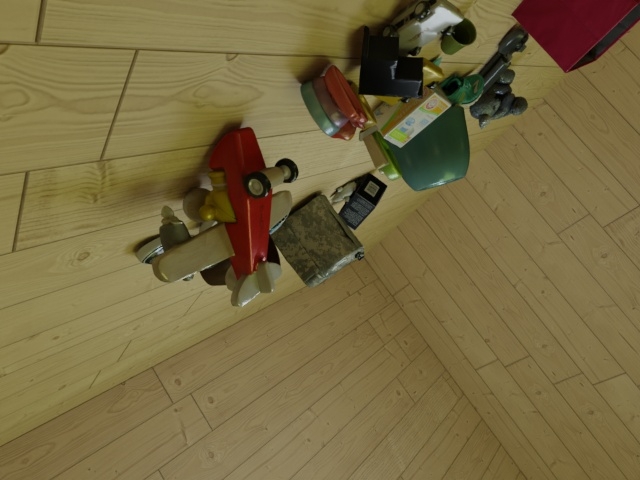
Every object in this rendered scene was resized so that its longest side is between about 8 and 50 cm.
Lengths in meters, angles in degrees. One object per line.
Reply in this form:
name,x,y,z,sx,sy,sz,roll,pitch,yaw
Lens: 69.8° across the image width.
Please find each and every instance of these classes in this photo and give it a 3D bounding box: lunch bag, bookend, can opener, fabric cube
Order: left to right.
lunch bag,0.000,0.000,1.807,0.256,0.305,0.212,-41,168,29
bookend,0.169,-0.401,1.045,0.156,0.072,0.157,4,166,3
can opener,0.645,-0.656,1.671,0.093,0.074,0.280,6,150,-18
fabric cube,0.809,-0.714,1.397,0.254,0.258,0.259,-27,166,-34

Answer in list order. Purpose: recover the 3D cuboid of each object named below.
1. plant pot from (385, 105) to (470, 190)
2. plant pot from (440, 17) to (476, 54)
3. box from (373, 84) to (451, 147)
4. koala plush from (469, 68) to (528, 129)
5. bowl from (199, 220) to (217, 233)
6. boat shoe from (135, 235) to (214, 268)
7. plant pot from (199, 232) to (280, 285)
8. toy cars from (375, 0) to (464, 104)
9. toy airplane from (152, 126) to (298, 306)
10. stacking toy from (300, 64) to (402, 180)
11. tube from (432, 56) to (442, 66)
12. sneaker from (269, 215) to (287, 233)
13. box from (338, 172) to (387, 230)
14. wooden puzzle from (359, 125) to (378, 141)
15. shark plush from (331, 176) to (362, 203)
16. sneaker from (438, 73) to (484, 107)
plant pot,0.397,-0.311,1.641,0.293,0.235,0.293,-16,179,0
plant pot,0.369,-0.551,1.258,0.083,0.083,0.079,-32,180,-17
box,0.274,-0.399,1.404,0.203,0.103,0.114,-38,150,29
koala plush,0.681,-0.553,1.866,0.221,0.196,0.203,-32,-173,-34
bowl,-0.288,-0.063,1.354,0.142,0.053,0.142,-22,162,-47
boat shoe,-0.406,0.053,1.346,0.113,0.105,0.306,-38,168,10
plant pot,-0.287,0.064,1.555,0.230,0.215,0.215,-24,171,14
toy cars,0.224,-0.465,1.122,0.176,0.087,0.394,1,166,4
toy airplane,-0.217,-0.038,1.123,0.384,0.272,0.386,-66,159,-13
stacking toy,0.065,-0.251,1.105,0.130,0.280,0.309,-28,173,19
tube,0.322,-0.486,1.449,0.080,0.052,0.207,-37,163,-19
sneaker,-0.186,-0.050,1.671,0.190,0.071,0.083,-37,174,8
box,0.180,-0.169,2.021,0.153,0.108,0.207,-57,-177,-36
wooden puzzle,0.162,-0.366,1.540,0.078,0.014,0.116,-29,167,-11
shark plush,0.111,-0.223,1.939,0.161,0.073,0.067,-54,-167,-13
sneaker,0.485,-0.528,1.614,0.275,0.107,0.110,-30,158,-25
